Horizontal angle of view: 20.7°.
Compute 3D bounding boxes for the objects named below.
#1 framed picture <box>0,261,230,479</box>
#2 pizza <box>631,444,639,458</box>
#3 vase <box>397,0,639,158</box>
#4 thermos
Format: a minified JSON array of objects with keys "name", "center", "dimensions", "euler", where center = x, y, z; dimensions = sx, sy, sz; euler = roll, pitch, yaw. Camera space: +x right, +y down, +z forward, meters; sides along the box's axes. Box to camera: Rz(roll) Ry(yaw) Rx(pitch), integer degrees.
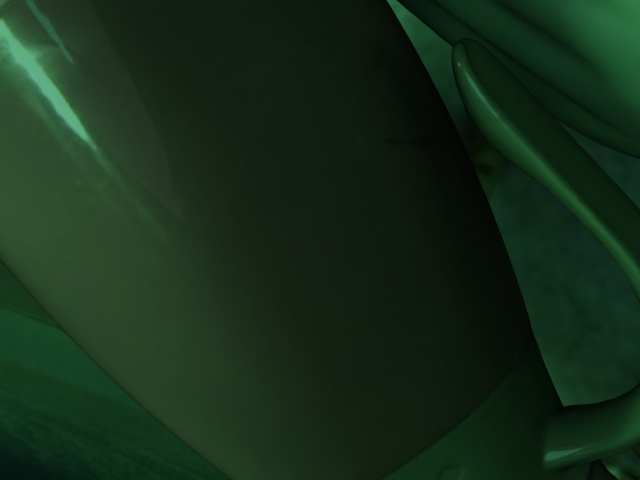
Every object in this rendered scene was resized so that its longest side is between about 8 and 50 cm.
[{"name":"framed picture","center":[-0.144,0.108,0.620],"dimensions":[0.315,0.024,0.232],"euler":[21,104,-14]},{"name":"pizza","center":[0.273,0.086,0.533],"dimensions":[0.258,0.087,0.268],"euler":[-39,87,20]},{"name":"vase","center":[0.059,-0.121,0.553],"dimensions":[0.248,0.128,0.128],"euler":[33,105,20]},{"name":"thermos","center":[0.000,0.000,0.533],"dimensions":[0.176,0.146,0.265],"euler":[-29,104,34]}]
